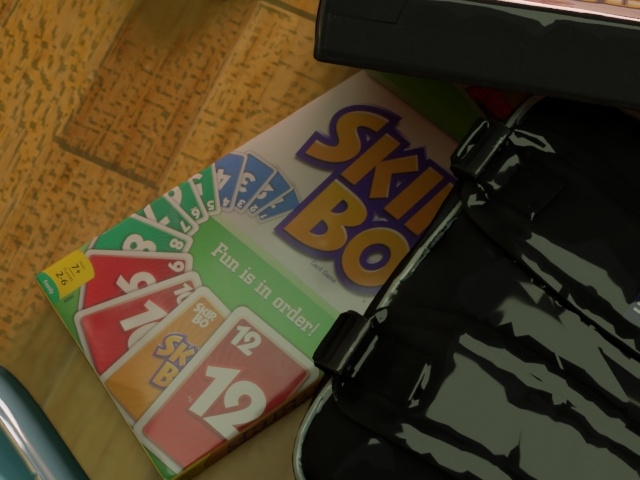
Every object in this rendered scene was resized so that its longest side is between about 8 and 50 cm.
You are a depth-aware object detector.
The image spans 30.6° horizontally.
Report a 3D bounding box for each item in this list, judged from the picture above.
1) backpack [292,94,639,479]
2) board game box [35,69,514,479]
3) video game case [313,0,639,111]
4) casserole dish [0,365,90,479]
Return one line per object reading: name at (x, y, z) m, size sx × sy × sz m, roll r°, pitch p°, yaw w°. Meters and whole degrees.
backpack at (0.140, 0.092, 0.477) m, size 0.253 × 0.191 × 0.225 m, roll 32°, pitch 77°, yaw 18°
board game box at (0.000, 0.000, 0.593) m, size 0.259 × 0.039 × 0.124 m, roll -33°, pitch 75°, yaw -12°
video game case at (0.146, -0.098, 0.527) m, size 0.274 × 0.248 × 0.035 m, roll 9°, pitch 110°, yaw 4°
casserole dish at (-0.164, 0.137, 0.547) m, size 0.114 × 0.037 × 0.188 m, roll -35°, pitch 76°, yaw -10°
